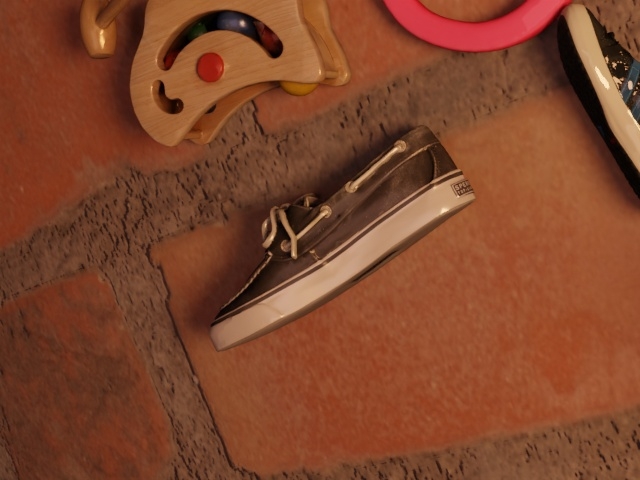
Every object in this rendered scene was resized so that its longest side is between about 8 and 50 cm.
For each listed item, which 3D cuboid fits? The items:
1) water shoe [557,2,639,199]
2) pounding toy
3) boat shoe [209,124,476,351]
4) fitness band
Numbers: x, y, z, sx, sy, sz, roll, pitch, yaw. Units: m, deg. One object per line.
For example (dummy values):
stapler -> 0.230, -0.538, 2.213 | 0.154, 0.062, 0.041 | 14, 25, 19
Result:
water shoe -> 0.274, -0.119, 0.743 | 0.080, 0.073, 0.203 | -29, 94, 5
pounding toy -> -0.122, -0.168, 0.847 | 0.270, 0.155, 0.154 | 2, 99, 24
boat shoe -> -0.001, 0.000, 0.861 | 0.306, 0.113, 0.105 | -36, 80, 24
fitness band -> 0.138, -0.310, 0.755 | 0.209, 0.054, 0.290 | 11, 108, 21
